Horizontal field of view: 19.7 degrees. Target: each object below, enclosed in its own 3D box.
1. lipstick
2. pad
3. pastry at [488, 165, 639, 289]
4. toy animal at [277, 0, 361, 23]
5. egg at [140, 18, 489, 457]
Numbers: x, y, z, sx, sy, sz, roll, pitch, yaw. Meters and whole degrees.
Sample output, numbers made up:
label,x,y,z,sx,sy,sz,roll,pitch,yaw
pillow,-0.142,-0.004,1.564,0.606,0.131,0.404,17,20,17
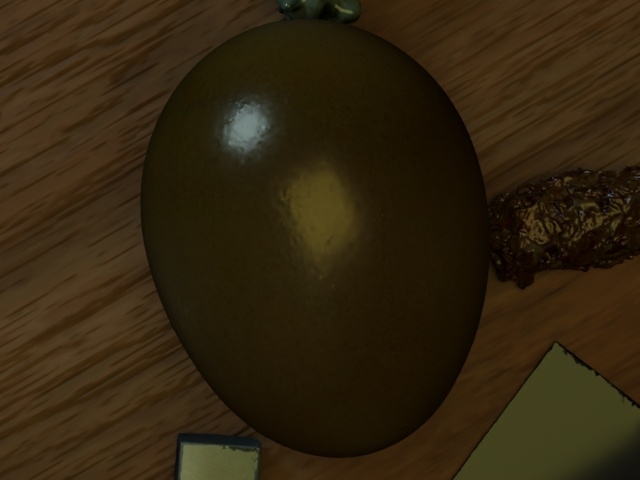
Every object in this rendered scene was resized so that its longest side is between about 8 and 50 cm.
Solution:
label,x,y,z,sx,sy,sz,roll,pitch,yaw
lipstick,-0.090,0.312,1.428,0.068,0.066,0.317,4,91,-5
pad,0.180,0.226,1.481,0.170,0.006,0.245,37,88,-6
pastry,0.209,-0.014,1.450,0.169,0.063,0.087,-14,95,-6
toy animal,-0.025,-0.268,1.408,0.121,0.094,0.225,-25,95,-3
egg,0.000,0.000,1.338,0.250,0.250,0.323,-14,97,-5
